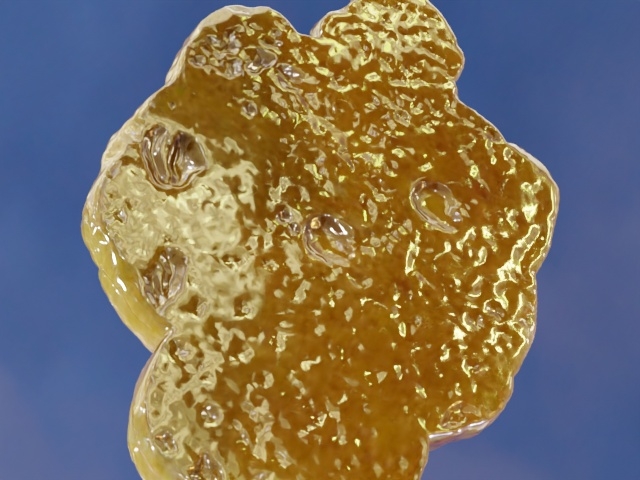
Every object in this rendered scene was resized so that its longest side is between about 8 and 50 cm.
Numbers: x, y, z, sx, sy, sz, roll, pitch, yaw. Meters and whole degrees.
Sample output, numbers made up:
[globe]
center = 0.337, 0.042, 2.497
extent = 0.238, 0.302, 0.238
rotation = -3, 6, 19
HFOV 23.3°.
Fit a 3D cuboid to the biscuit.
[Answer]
[biscuit]
center = 0.000, 0.000, 0.697
extent = 0.208, 0.290, 0.041
rotation = 26, -32, -11
